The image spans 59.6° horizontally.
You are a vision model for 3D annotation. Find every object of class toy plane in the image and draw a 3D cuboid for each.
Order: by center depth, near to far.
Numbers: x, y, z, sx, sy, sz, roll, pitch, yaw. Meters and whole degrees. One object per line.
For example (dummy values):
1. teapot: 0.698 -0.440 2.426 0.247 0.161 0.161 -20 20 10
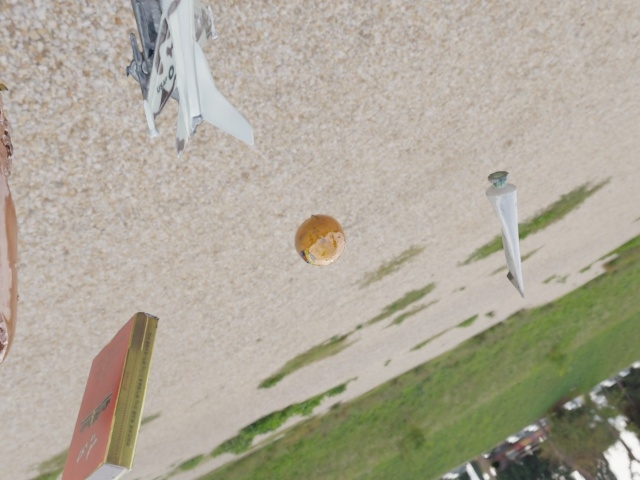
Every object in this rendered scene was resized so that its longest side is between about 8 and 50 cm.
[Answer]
1. toy plane: -0.116 -0.166 0.423 0.082 0.160 0.234 0 136 14

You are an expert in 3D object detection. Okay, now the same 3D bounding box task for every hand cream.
1. hand cream: 0.489 -0.017 1.457 0.076 0.336 0.121 -14 -156 8

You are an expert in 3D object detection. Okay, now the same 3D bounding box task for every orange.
1. orange: 0.000 -0.001 0.860 0.083 0.083 0.083 -26 161 -10

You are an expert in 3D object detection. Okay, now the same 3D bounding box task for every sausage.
1. sausage: -0.328 -0.017 0.524 0.087 0.327 0.079 1 -177 36

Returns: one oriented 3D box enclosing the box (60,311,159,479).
1. box: -0.170 0.134 0.451 0.023 0.133 0.090 27 128 -28
